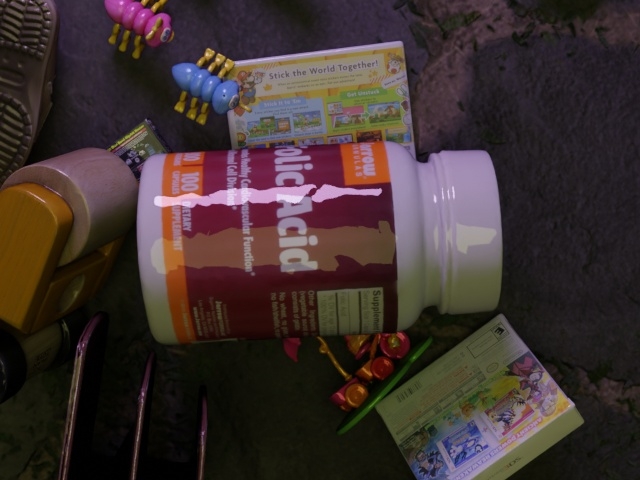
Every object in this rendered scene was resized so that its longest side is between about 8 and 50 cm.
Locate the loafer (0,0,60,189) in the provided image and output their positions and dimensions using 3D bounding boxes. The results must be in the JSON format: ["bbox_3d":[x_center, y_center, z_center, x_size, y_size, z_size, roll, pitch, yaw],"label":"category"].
[{"bbox_3d":[-0.367,-0.182,1.369,0.102,0.092,0.268,25,113,-3],"label":"loafer"}]

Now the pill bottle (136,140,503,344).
[{"bbox_3d":[0.000,0.000,1.307,0.392,0.224,0.224,-4,98,-1],"label":"pill bottle"}]

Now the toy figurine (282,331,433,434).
[{"bbox_3d":[0.028,0.126,1.418,0.159,0.130,0.173,46,73,3],"label":"toy figurine"}]

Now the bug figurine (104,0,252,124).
[{"bbox_3d":[-0.138,-0.289,1.351,0.216,0.072,0.279,25,94,4],"label":"bug figurine"}]

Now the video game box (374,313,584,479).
[{"bbox_3d":[0.189,0.211,1.389,0.205,0.187,0.048,-36,126,4],"label":"video game box"}]

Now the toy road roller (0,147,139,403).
[{"bbox_3d":[-0.384,0.016,1.327,0.241,0.202,0.329,32,109,8],"label":"toy road roller"}]

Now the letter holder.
[{"bbox_3d":[-0.204,0.197,1.313,0.152,0.302,0.214,6,91,-6],"label":"letter holder"}]

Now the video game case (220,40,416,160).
[{"bbox_3d":[0.002,-0.131,1.414,0.227,0.026,0.206,-7,98,1],"label":"video game case"}]

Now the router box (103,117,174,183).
[{"bbox_3d":[-0.236,-0.080,1.409,0.122,0.038,0.092,-35,98,3],"label":"router box"}]
